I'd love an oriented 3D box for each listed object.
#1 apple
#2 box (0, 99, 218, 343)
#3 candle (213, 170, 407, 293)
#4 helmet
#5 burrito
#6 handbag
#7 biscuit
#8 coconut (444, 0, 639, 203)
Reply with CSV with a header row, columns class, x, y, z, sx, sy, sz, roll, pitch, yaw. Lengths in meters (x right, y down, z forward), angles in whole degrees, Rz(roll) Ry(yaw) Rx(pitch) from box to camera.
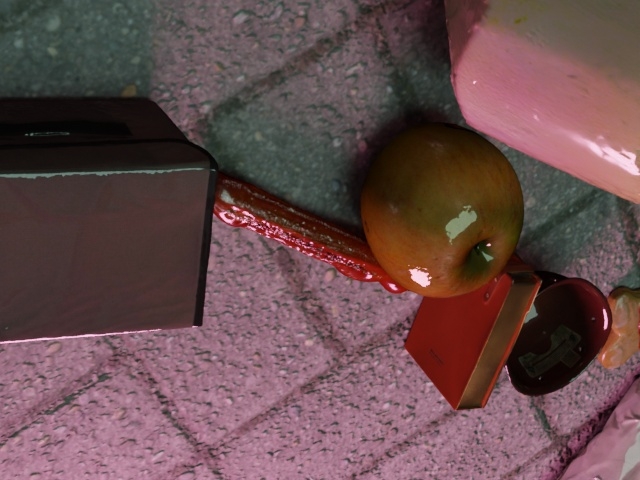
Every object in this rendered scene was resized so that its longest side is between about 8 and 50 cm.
class,x,y,z,sx,sy,sz,roll,pitch,yaw
apple,0.126,-0.034,1.250,0.182,0.155,0.182,-27,142,-24
box,-0.241,-0.020,1.056,0.252,0.153,0.188,-6,124,-24
candle,0.000,0.000,1.274,0.329,0.048,0.051,24,96,-38
helmet,0.260,0.094,1.441,0.155,0.106,0.175,-42,135,-2
burrito,0.443,0.320,1.710,0.139,0.101,0.445,28,107,-19
handbag,0.174,0.085,1.377,0.062,0.127,0.190,2,122,-32
biscuit,0.485,0.088,1.615,0.234,0.030,0.153,-18,132,-16
coconut,0.259,-0.209,1.099,0.297,0.309,0.297,-46,156,-27
